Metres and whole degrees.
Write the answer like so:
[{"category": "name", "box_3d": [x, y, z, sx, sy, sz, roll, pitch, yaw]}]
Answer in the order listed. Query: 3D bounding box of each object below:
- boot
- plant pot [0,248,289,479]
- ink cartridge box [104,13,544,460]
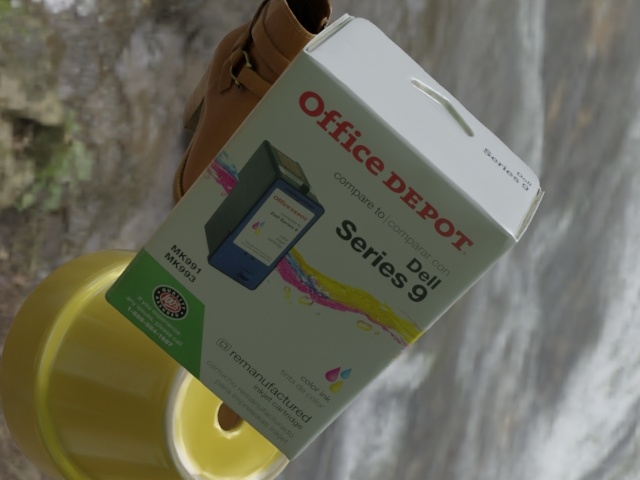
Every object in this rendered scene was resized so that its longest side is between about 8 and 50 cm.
[{"category": "boot", "box_3d": [-0.051, -0.125, 1.280, 0.109, 0.220, 0.283, 22, 41, -25]}, {"category": "plant pot", "box_3d": [-0.148, 0.145, 1.230, 0.254, 0.239, 0.253, -6, 99, -38]}, {"category": "ink cartridge box", "box_3d": [0.000, 0.000, 0.734, 0.154, 0.212, 0.093, 42, 28, -2]}]
